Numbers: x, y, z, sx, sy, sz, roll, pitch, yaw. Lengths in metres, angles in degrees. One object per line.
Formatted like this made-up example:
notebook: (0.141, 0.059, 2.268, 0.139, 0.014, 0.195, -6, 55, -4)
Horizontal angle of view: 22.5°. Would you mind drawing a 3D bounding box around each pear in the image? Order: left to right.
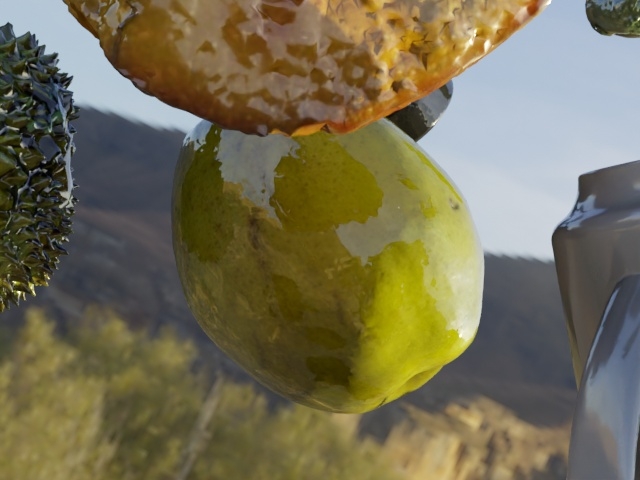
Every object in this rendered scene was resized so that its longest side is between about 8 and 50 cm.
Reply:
pear: (0.000, 0.000, 1.386, 0.307, 0.253, 0.253, 55, -5, 3)

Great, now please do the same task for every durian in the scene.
durian: (-0.306, -0.070, 1.336, 0.225, 0.291, 0.291, -24, -31, 23)

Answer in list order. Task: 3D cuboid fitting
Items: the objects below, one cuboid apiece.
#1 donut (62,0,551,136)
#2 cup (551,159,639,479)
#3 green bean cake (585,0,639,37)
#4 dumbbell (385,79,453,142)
donut: (0.008, -0.287, 1.109, 0.378, 0.435, 0.163, 9, 6, -23)
cup: (0.251, 0.107, 0.972, 0.323, 0.326, 0.237, -9, -1, -44)
green bean cake: (0.401, -0.304, 1.783, 0.173, 0.181, 0.094, 6, 12, -19)
dumbbell: (0.026, -0.204, 1.671, 0.152, 0.152, 0.218, 19, -30, 54)
